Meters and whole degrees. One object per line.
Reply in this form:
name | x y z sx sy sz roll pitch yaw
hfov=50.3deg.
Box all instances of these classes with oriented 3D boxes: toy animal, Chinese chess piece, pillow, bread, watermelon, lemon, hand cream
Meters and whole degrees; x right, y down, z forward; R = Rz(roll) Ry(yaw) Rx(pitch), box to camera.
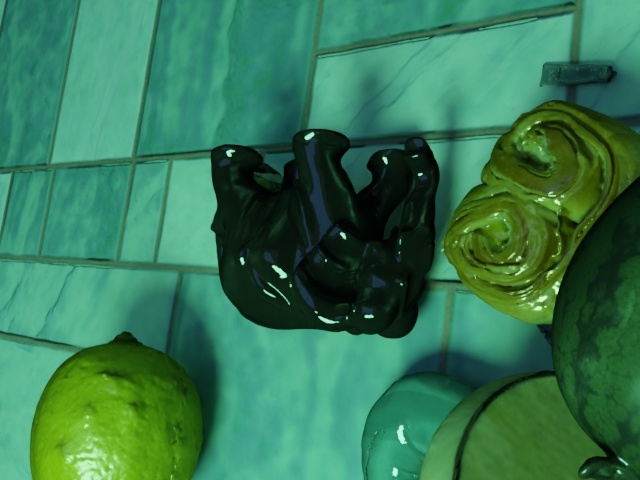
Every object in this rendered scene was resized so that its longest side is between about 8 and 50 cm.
toy animal | -0.083 -0.056 1.043 0.098 0.137 0.098 -35 16 12
Chinese chess piece | 0.219 0.252 0.639 0.104 0.257 0.257 113 144 -60
pillow | 0.142 0.266 0.793 0.233 0.086 0.214 13 92 39
bread | 0.253 -0.026 0.742 0.198 0.120 0.236 40 103 38
watermelon | 0.338 0.065 0.538 0.359 0.279 0.279 -49 55 1
lemon | -0.298 0.291 1.007 0.260 0.260 0.284 -26 61 29
hand cream | 0.307 -0.200 0.818 0.093 0.019 0.030 11 84 40

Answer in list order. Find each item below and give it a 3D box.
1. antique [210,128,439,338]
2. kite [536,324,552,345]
antique | 0.000 0.000 0.895 0.322 0.185 0.255 -5 73 27
kite | 0.334 0.037 0.747 0.335 0.011 0.315 11 86 37
